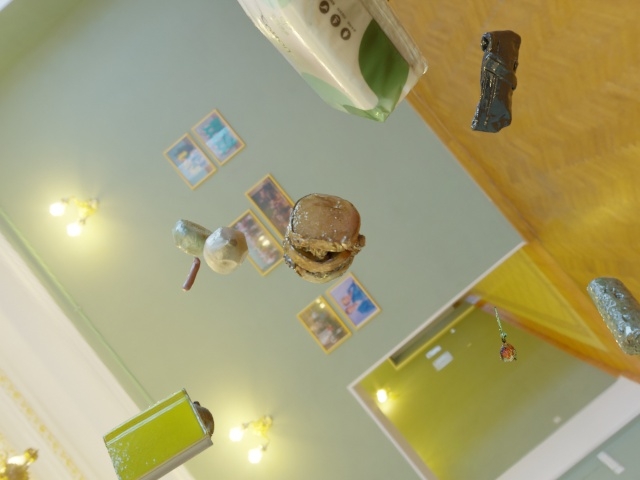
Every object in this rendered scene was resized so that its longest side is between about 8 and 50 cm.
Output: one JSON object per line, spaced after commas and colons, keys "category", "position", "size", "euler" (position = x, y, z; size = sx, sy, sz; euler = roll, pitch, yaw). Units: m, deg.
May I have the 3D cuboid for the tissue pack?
{"category": "tissue pack", "position": [0.024, -0.435, 1.059], "size": [0.356, 0.194, 0.266], "euler": [41, 179, -33]}

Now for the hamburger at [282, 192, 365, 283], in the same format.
{"category": "hamburger", "position": [-0.005, -0.009, 1.542], "size": [0.245, 0.260, 0.211], "euler": [43, 157, 25]}

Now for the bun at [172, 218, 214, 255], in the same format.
{"category": "bun", "position": [-0.511, -0.002, 2.036], "size": [0.195, 0.118, 0.195], "euler": [28, -179, 0]}

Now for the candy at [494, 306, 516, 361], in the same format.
{"category": "candy", "position": [0.508, 0.261, 1.408], "size": [0.055, 0.049, 0.185], "euler": [-112, 1, -70]}

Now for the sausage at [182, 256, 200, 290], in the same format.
{"category": "sausage", "position": [-0.570, 0.149, 2.247], "size": [0.042, 0.158, 0.036], "euler": [28, 164, -40]}

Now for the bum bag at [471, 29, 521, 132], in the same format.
{"category": "bum bag", "position": [0.445, -0.400, 1.282], "size": [0.060, 0.123, 0.249], "euler": [-136, 45, -54]}

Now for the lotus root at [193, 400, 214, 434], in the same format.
{"category": "lotus root", "position": [-0.434, 0.632, 1.779], "size": [0.113, 0.088, 0.192], "euler": [21, -173, -25]}

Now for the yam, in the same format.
{"category": "yam", "position": [0.591, 0.144, 0.988], "size": [0.078, 0.078, 0.179], "euler": [50, -157, -22]}

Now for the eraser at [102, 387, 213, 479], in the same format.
{"category": "eraser", "position": [-0.385, 0.473, 1.203], "size": [0.158, 0.226, 0.069], "euler": [44, 152, 42]}

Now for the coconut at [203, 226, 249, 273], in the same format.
{"category": "coconut", "position": [-0.336, 0.030, 1.817], "size": [0.161, 0.161, 0.162], "euler": [51, 142, 1]}
